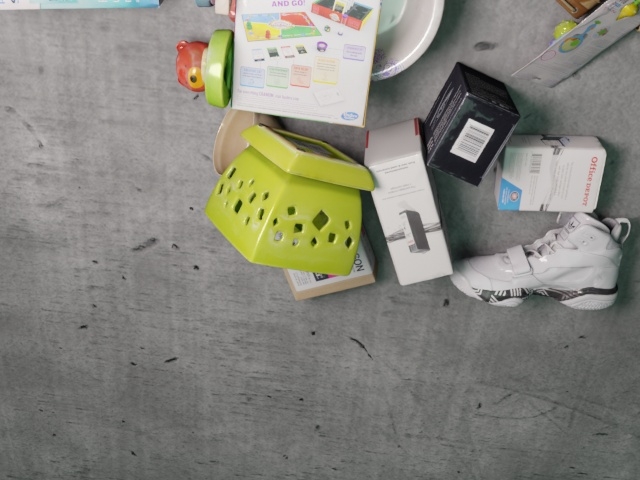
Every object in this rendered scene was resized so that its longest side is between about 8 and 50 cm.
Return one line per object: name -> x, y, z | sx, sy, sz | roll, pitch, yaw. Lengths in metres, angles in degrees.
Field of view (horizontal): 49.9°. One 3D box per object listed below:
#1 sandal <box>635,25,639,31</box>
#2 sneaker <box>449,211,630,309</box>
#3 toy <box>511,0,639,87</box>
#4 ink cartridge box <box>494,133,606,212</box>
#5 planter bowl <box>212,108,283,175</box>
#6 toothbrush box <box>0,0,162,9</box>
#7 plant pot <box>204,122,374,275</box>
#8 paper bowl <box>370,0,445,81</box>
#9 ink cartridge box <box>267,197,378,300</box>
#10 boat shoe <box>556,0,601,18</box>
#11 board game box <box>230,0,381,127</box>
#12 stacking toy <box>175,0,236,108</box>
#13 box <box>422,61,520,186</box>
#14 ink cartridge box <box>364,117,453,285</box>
sandal -> 0.593, -0.412, 1.229 | 0.240, 0.088, 0.079 | 45, 146, -10
sneaker -> 0.463, 0.024, 1.444 | 0.366, 0.137, 0.210 | 5, 119, -2
toy -> 0.463, -0.367, 1.219 | 0.137, 0.056, 0.237 | 2, 156, -40
ink cartridge box -> 0.455, -0.135, 1.381 | 0.191, 0.082, 0.139 | 2, 120, 4
planter bowl -> -0.131, -0.192, 1.385 | 0.109, 0.162, 0.162 | 17, 123, -32
toothbrush box -> -0.434, -0.530, 1.211 | 0.296, 0.126, 0.216 | -1, 120, -3
plant pot -> -0.050, -0.082, 1.267 | 0.228, 0.227, 0.207 | 8, 111, -36
paper bowl -> 0.075, -0.436, 1.217 | 0.284, 0.148, 0.284 | 2, 119, 4
ink cartridge box -> 0.000, 0.000, 1.505 | 0.193, 0.088, 0.234 | -15, 115, 15
boat shoe -> 0.355, -0.487, 1.175 | 0.324, 0.122, 0.120 | 27, 125, -10
board game box -> -0.021, -0.362, 1.149 | 0.242, 0.064, 0.316 | 9, 121, 1
stacking toy -> -0.206, -0.383, 1.208 | 0.130, 0.279, 0.309 | 7, 116, 1
box -> 0.274, -0.221, 1.281 | 0.108, 0.207, 0.153 | 23, 120, -7
ink cartridge box -> 0.178, -0.078, 1.378 | 0.114, 0.197, 0.273 | -13, 117, 13
